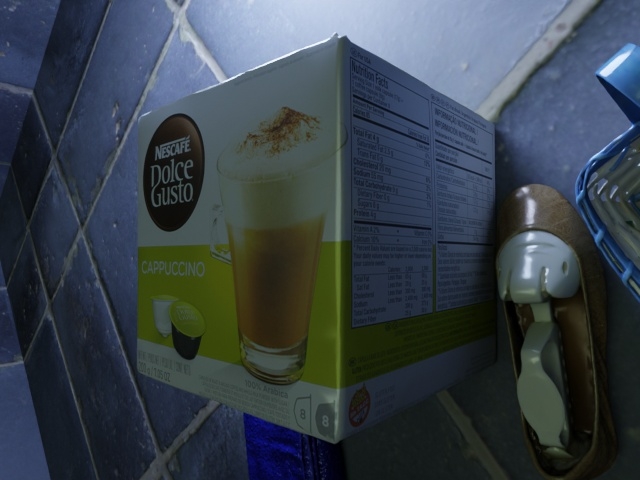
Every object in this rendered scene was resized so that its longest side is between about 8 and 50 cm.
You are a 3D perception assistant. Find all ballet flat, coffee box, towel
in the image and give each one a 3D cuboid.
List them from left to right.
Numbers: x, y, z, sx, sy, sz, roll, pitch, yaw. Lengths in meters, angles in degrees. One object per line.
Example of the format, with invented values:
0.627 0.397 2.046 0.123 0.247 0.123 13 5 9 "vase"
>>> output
-0.056 0.442 0.802 0.228 0.076 0.308 -12 82 40 "towel"
0.000 0.000 0.584 0.338 0.338 0.334 -1 88 41 "coffee box"
0.249 0.099 0.505 0.116 0.124 0.342 -8 84 41 "ballet flat"

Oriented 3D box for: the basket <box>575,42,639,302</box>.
0.325 -0.012 0.327 0.201 0.289 0.254 -42 60 27 "basket"
